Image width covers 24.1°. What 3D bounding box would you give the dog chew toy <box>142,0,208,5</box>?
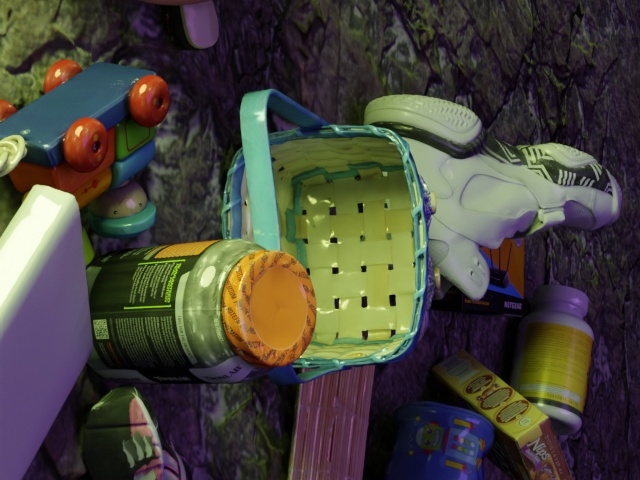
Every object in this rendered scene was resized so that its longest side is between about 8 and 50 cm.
[{"bbox_3d":[-0.117,-0.366,1.240,0.206,0.207,0.331,33,53,-53],"label":"dog chew toy"}]

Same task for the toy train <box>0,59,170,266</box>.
[{"bbox_3d":[-0.212,-0.034,1.163,0.248,0.105,0.143,-44,139,-49],"label":"toy train"}]

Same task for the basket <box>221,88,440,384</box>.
[{"bbox_3d":[0.000,0.000,1.392,0.289,0.201,0.254,4,81,-67],"label":"basket"}]

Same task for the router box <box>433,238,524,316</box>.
[{"bbox_3d":[0.198,0.025,1.864,0.179,0.046,0.133,9,80,-58],"label":"router box"}]

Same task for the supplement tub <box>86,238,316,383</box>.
[{"bbox_3d":[-0.103,0.059,1.221,0.117,0.190,0.117,5,83,-48],"label":"supplement tub"}]

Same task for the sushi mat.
[{"bbox_3d":[0.005,0.245,1.562,0.151,0.019,0.316,27,65,-54],"label":"sushi mat"}]

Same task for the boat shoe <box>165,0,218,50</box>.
[{"bbox_3d":[-0.123,-0.239,1.364,0.049,0.042,0.133,-8,95,-38],"label":"boat shoe"}]

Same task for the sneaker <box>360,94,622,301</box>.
[{"bbox_3d":[0.189,-0.019,1.715,0.366,0.137,0.210,18,76,-33],"label":"sneaker"}]

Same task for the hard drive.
[{"bbox_3d":[-0.246,0.137,1.055,0.203,0.040,0.307,95,15,-51],"label":"hard drive"}]

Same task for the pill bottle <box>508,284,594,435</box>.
[{"bbox_3d":[0.305,0.156,1.975,0.103,0.103,0.184,41,55,-50],"label":"pill bottle"}]

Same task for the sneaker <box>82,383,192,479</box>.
[{"bbox_3d":[-0.149,0.195,1.284,0.077,0.072,0.178,-62,147,-57],"label":"sneaker"}]

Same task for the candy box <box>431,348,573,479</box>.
[{"bbox_3d":[0.210,0.214,1.748,0.053,0.187,0.109,-33,122,-14],"label":"candy box"}]

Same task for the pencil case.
[{"bbox_3d":[0.111,0.333,1.633,0.133,0.119,0.306,69,31,-62],"label":"pencil case"}]
